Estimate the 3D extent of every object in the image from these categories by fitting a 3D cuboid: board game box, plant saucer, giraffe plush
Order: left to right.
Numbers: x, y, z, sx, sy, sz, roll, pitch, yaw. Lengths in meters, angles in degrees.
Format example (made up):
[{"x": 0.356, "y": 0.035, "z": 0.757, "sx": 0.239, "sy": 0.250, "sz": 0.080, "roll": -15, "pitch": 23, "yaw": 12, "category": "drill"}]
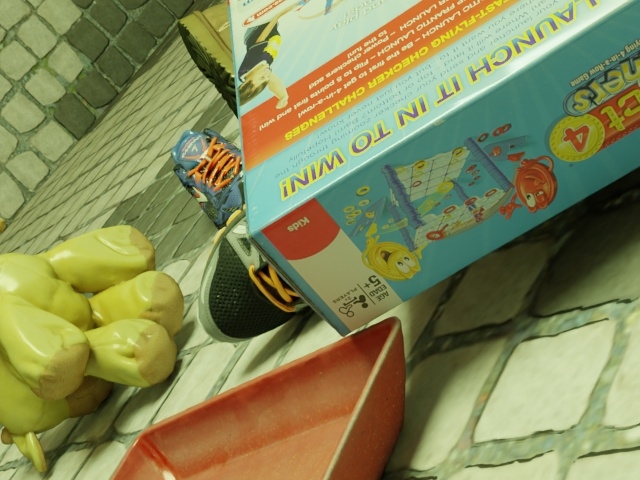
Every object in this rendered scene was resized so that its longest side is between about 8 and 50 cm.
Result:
[{"x": -0.228, "y": 0.098, "z": 1.059, "sx": 0.181, "sy": 0.210, "sz": 0.170, "roll": -90, "pitch": 11, "yaw": -50, "category": "giraffe plush"}, {"x": -0.070, "y": 0.179, "z": 0.646, "sx": 0.258, "sy": 0.048, "sz": 0.259, "roll": -29, "pitch": 23, "yaw": 45, "category": "plant saucer"}, {"x": 0.097, "y": -0.137, "z": 0.710, "sx": 0.308, "sy": 0.086, "sz": 0.302, "roll": -31, "pitch": 34, "yaw": 16, "category": "board game box"}]

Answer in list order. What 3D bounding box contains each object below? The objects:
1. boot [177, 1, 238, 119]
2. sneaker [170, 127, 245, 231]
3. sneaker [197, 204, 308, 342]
[{"x": 0.021, "y": -0.213, "z": 1.206, "sx": 0.269, "sy": 0.089, "sz": 0.236, "roll": -30, "pitch": 52, "yaw": -8, "category": "boot"}, {"x": -0.099, "y": -0.061, "z": 1.192, "sx": 0.083, "sy": 0.087, "sz": 0.221, "roll": -50, "pitch": 17, "yaw": -8, "category": "sneaker"}, {"x": 0.000, "y": 0.000, "z": 0.832, "sx": 0.215, "sy": 0.084, "sz": 0.083, "roll": -40, "pitch": 23, "yaw": 16, "category": "sneaker"}]
